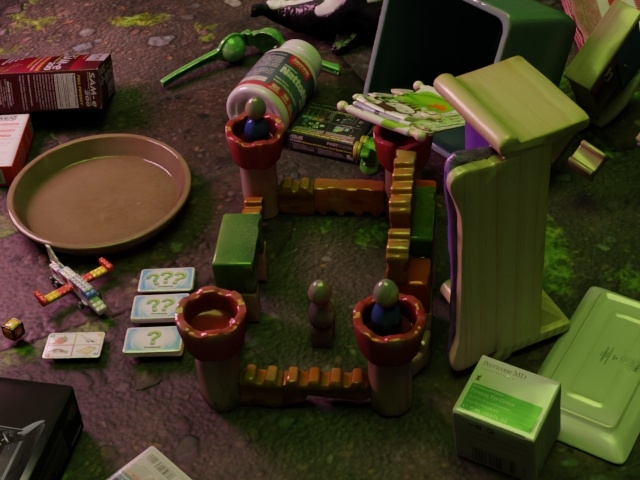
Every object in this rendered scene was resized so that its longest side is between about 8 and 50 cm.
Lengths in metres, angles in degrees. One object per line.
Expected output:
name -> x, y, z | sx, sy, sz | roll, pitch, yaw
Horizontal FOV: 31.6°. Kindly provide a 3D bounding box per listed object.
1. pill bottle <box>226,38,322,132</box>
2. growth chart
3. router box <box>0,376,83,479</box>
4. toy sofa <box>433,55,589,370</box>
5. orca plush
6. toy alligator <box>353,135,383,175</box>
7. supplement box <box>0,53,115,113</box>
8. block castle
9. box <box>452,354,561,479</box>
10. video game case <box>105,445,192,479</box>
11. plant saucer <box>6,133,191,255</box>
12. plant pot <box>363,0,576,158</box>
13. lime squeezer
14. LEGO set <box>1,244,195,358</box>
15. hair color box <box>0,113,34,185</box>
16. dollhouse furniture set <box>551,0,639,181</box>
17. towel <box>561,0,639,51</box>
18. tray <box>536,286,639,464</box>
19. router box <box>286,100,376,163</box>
pill bottle -> -0.068, -0.250, 1.845 | 0.108, 0.108, 0.180 | 14, 44, 19
growth chart -> 0.132, -0.184, 1.583 | 0.172, 0.021, 0.237 | 23, 26, 30
router box -> -0.438, 0.287, 1.274 | 0.243, 0.081, 0.309 | 6, 42, 10
toy sofa -> 0.201, -0.024, 1.370 | 0.177, 0.362, 0.150 | -20, 44, -13
orca plush -> 0.019, -0.385, 2.001 | 0.287, 0.151, 0.102 | 2, 74, -7
toy alligator -> 0.091, -0.136, 1.746 | 0.056, 0.051, 0.189 | 9, 20, 14
supplement box -> -0.475, -0.262, 1.888 | 0.239, 0.073, 0.130 | -3, 20, 0
block castle -> 0.000, 0.000, 1.474 | 0.303, 0.213, 0.453 | 2, 41, 6
box -> 0.215, 0.206, 1.298 | 0.101, 0.102, 0.087 | 18, 54, 24
video game case -> -0.195, 0.318, 1.270 | 0.143, 0.019, 0.157 | -35, 51, -30
plant saucer -> -0.331, -0.067, 1.706 | 0.278, 0.041, 0.278 | -2, 40, 2
plant pot -> 0.257, -0.291, 1.778 | 0.252, 0.247, 0.248 | -16, 40, -39
lime squeezer -> -0.126, -0.321, 1.986 | 0.310, 0.059, 0.110 | -4, 71, -3
LEGO set -> -0.300, 0.082, 1.522 | 0.244, 0.060, 0.182 | -2, 37, 3
hair color box -> -0.507, -0.144, 1.805 | 0.072, 0.043, 0.141 | -2, 42, 3
dollhouse furniture set -> 0.508, -0.158, 1.674 | 0.303, 0.198, 0.286 | 35, 91, 23
towel -> 0.611, -0.398, 2.022 | 0.329, 0.037, 0.237 | -3, 42, 0
tray -> 0.358, 0.153, 1.411 | 0.145, 0.030, 0.270 | 21, 47, 24
router box -> 0.020, -0.173, 1.803 | 0.122, 0.038, 0.092 | 14, 43, 19
